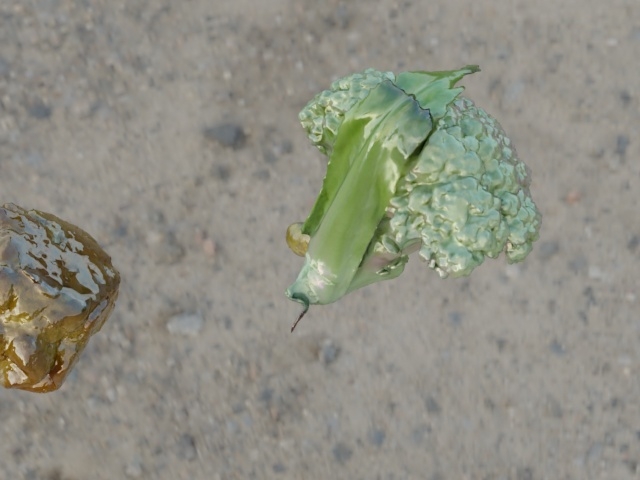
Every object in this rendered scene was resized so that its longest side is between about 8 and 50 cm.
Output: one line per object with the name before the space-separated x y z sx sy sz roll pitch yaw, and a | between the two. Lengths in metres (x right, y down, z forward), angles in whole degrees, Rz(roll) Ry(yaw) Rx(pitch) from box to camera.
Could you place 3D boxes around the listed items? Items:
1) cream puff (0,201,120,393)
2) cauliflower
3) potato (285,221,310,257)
cream puff | -0.187 0.040 1.011 0.116 0.094 0.122 6 41 -42
cauliflower | 0.070 -0.035 1.563 0.256 0.239 0.315 40 109 -4
potato | 0.000 0.000 1.733 0.092 0.046 0.045 -2 81 44
